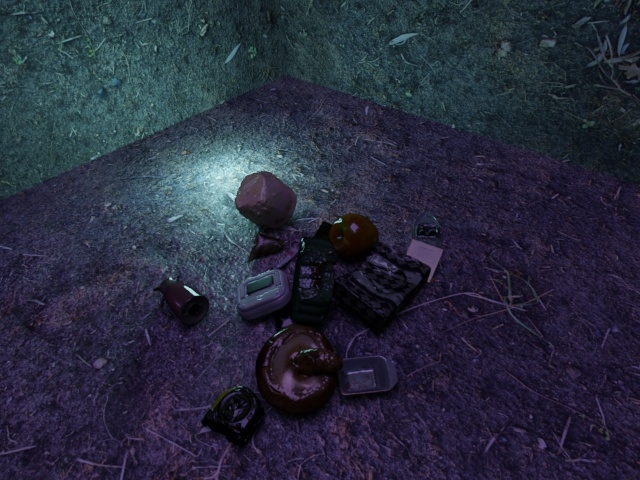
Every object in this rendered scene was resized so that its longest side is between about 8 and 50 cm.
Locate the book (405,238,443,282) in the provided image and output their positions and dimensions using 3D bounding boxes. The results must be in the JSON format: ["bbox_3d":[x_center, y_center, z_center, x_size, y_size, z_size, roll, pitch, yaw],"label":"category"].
[{"bbox_3d":[0.507,0.101,2.021,0.167,0.013,0.192,21,74,24],"label":"book"}]

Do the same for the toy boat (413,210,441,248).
[{"bbox_3d":[0.577,-0.052,2.183,0.141,0.092,0.320,1,43,12],"label":"toy boat"}]

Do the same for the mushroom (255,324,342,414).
[{"bbox_3d":[-0.090,0.499,1.555,0.344,0.239,0.345,-3,21,1],"label":"mushroom"}]

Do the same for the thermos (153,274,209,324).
[{"bbox_3d":[-0.661,0.277,1.871,0.265,0.146,0.176,25,74,37],"label":"thermos"}]

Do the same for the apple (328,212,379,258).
[{"bbox_3d":[0.180,-0.017,2.097,0.226,0.246,0.246,8,34,-35],"label":"apple"}]

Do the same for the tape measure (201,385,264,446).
[{"bbox_3d":[-0.313,0.632,1.482,0.198,0.112,0.186,19,45,20],"label":"tape measure"}]

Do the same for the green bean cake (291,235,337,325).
[{"bbox_3d":[-0.027,0.175,1.765,0.168,0.300,0.308,9,29,-8],"label":"green bean cake"}]

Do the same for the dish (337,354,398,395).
[{"bbox_3d":[0.186,0.542,1.584,0.234,0.064,0.154,-5,43,-2],"label":"dish"}]

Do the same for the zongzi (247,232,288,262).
[{"bbox_3d":[-0.277,0.063,2.137,0.188,0.081,0.178,16,66,0],"label":"zongzi"}]

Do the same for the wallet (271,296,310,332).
[{"bbox_3d":[-0.139,0.339,1.817,0.170,0.069,0.231,-16,41,-11],"label":"wallet"}]

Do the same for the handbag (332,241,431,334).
[{"bbox_3d":[0.276,0.191,1.866,0.316,0.180,0.416,36,50,24],"label":"handbag"}]

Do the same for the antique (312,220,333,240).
[{"bbox_3d":[0.000,0.000,2.156,0.081,0.080,0.221,24,49,8],"label":"antique"}]

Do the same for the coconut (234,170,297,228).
[{"bbox_3d":[-0.297,-0.215,2.265,0.297,0.309,0.298,-14,63,29],"label":"coconut"}]

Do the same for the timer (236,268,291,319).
[{"bbox_3d":[-0.269,0.244,1.866,0.261,0.087,0.237,-21,36,2],"label":"timer"}]

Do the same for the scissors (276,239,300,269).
[{"bbox_3d":[-0.158,0.078,2.124,0.118,0.031,0.242,23,46,25],"label":"scissors"}]
